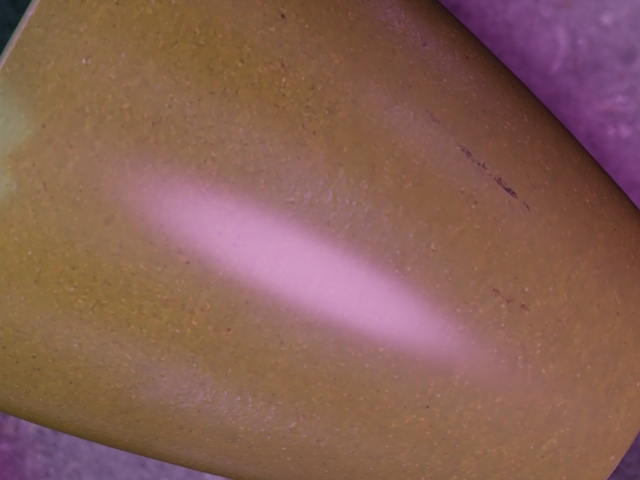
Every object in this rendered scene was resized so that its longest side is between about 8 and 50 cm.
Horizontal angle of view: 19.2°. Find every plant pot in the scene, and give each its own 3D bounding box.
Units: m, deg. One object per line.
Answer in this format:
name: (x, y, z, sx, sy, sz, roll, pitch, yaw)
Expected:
plant pot: (0.000, 0.000, 0.820, 0.293, 0.275, 0.274, 29, 115, -6)
